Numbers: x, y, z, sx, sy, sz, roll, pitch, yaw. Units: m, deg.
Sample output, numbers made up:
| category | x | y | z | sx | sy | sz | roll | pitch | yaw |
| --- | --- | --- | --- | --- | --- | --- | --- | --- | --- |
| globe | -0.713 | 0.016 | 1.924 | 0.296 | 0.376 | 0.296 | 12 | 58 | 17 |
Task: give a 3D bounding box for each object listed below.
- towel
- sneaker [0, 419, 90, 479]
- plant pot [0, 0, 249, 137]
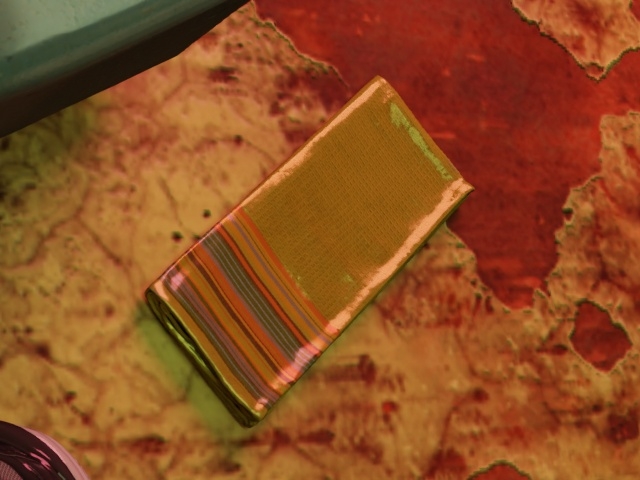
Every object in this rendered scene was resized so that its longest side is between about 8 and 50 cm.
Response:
| category | x | y | z | sx | sy | sz | roll | pitch | yaw |
| --- | --- | --- | --- | --- | --- | --- | --- | --- | --- |
| towel | 0.000 | 0.000 | 1.038 | 0.102 | 0.021 | 0.237 | 53 | 54 | -11 |
| sneaker | -0.203 | 0.115 | 0.767 | 0.268 | 0.153 | 0.101 | 30 | 101 | -27 |
| plant pot | -0.202 | -0.157 | 0.817 | 0.252 | 0.248 | 0.247 | -33 | 96 | -21 |
